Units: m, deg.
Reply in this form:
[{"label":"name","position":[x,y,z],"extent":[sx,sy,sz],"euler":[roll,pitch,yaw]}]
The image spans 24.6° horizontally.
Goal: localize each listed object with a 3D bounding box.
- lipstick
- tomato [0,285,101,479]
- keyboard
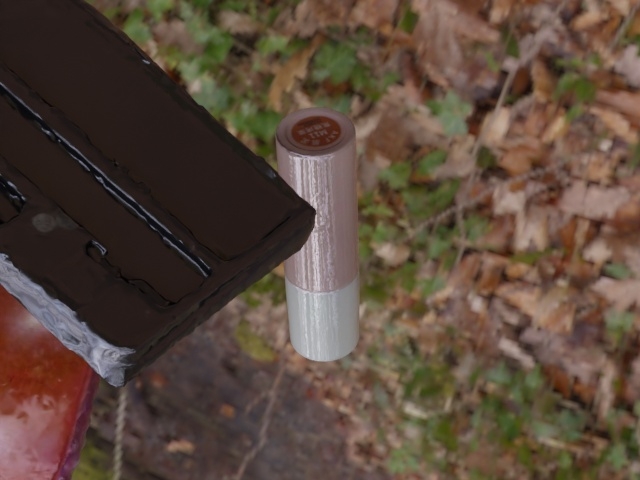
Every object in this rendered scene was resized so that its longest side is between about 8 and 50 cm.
[{"label":"lipstick","position":[0.000,0.000,1.336],"extent":[0.070,0.070,0.254],"euler":[11,134,15]},{"label":"tomato","position":[-0.307,0.095,1.180],"extent":[0.176,0.335,0.289],"euler":[21,104,-28]},{"label":"keyboard","position":[-0.113,-0.066,0.396],"extent":[0.250,0.087,0.017],"euler":[40,139,12]}]
